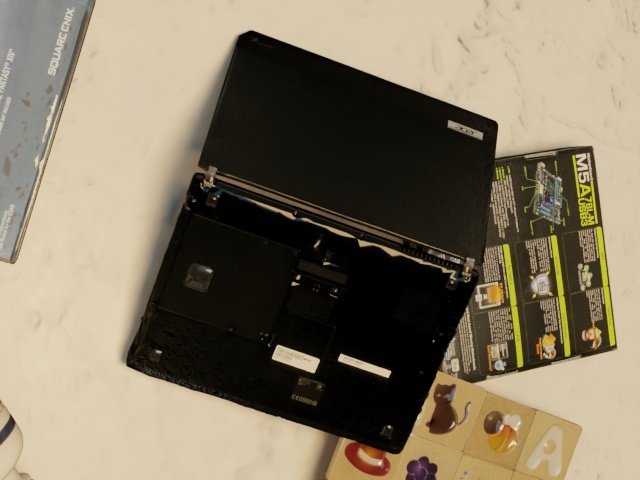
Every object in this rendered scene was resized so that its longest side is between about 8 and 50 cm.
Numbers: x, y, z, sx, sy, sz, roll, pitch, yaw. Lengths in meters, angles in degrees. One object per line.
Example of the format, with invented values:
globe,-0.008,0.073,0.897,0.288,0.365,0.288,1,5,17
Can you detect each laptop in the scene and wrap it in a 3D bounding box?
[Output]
laptop,0.000,0.000,0.940,0.234,0.136,0.264,19,106,-8

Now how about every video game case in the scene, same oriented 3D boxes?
video game case,-0.313,-0.115,0.784,0.274,0.026,0.196,17,88,-13

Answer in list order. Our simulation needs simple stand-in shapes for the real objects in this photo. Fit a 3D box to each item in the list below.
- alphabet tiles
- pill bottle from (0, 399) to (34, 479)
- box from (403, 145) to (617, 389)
alphabet tiles,0.101,0.295,0.997,0.285,0.011,0.342,22,87,-26
pill bottle,-0.274,0.137,0.807,0.112,0.112,0.186,-35,103,-19
box,0.166,0.020,1.026,0.184,0.045,0.190,-11,95,-24
